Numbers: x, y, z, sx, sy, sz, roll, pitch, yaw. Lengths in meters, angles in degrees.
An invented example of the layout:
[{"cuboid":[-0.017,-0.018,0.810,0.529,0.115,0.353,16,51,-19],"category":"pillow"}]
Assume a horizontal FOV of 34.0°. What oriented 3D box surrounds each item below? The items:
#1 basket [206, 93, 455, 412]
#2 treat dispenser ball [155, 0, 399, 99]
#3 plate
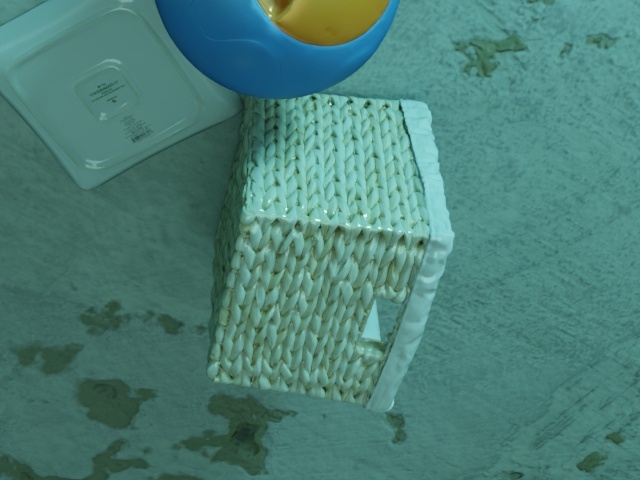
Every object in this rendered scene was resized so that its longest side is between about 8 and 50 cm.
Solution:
[{"cuboid":[0.000,0.000,1.438,0.266,0.331,0.328,9,128,-9],"category":"basket"},{"cuboid":[-0.049,-0.307,1.199,0.288,0.288,0.288,-4,129,-5],"category":"treat dispenser ball"},{"cuboid":[-0.285,-0.206,1.403,0.277,0.045,0.278,-26,128,12],"category":"plate"}]
